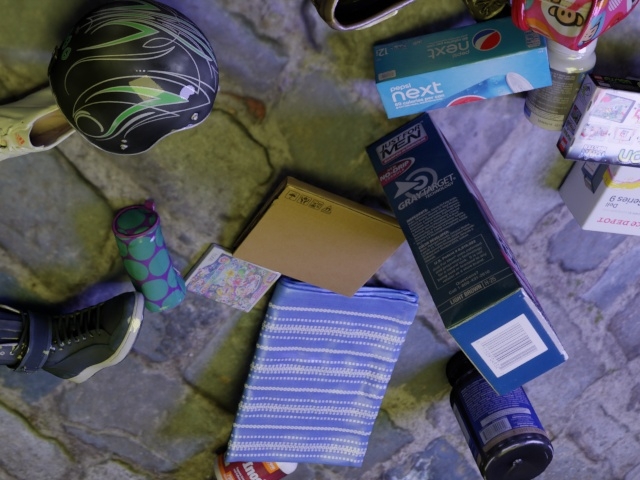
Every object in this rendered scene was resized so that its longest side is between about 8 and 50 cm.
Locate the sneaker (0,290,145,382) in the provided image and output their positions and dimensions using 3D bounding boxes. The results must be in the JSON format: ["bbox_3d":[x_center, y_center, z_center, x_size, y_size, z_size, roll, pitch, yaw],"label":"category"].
[{"bbox_3d":[-0.351,0.120,1.481,0.163,0.086,0.226,22,137,-33],"label":"sneaker"}]

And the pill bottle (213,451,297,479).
[{"bbox_3d":[-0.095,0.364,1.819,0.152,0.086,0.086,-32,133,10],"label":"pill bottle"}]

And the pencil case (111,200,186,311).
[{"bbox_3d":[-0.230,0.024,1.476,0.070,0.064,0.152,-46,143,-30],"label":"pencil case"}]

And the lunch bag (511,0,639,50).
[{"bbox_3d":[0.325,-0.384,1.215,0.258,0.120,0.293,-41,146,-36],"label":"lunch bag"}]

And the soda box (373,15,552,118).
[{"bbox_3d":[0.175,-0.216,1.353,0.210,0.067,0.071,-10,144,13],"label":"soda box"}]

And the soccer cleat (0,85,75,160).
[{"bbox_3d":[-0.362,-0.127,1.282,0.196,0.076,0.068,-25,134,4],"label":"soccer cleat"}]

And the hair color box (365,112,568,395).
[{"bbox_3d":[0.183,0.010,1.409,0.105,0.347,0.174,-31,134,10],"label":"hair color box"}]

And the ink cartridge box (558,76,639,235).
[{"bbox_3d":[0.466,-0.114,1.576,0.154,0.093,0.212,7,130,-25],"label":"ink cartridge box"}]

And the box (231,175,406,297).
[{"bbox_3d":[0.000,0.000,1.527,0.201,0.021,0.164,20,133,-24],"label":"box"}]

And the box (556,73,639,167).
[{"bbox_3d":[0.428,-0.151,1.442,0.206,0.036,0.114,6,127,-16],"label":"box"}]

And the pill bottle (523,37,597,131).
[{"bbox_3d":[0.317,-0.219,1.436,0.078,0.078,0.137,-7,133,-13],"label":"pill bottle"}]

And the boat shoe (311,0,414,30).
[{"bbox_3d":[0.134,-0.346,1.241,0.324,0.097,0.117,-28,133,7],"label":"boat shoe"}]

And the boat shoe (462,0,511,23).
[{"bbox_3d":[0.209,-0.294,1.348,0.056,0.049,0.152,-37,133,14],"label":"boat shoe"}]

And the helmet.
[{"bbox_3d":[-0.202,-0.190,1.223,0.161,0.169,0.169,-25,137,27],"label":"helmet"}]

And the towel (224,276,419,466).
[{"bbox_3d":[0.004,0.213,1.698,0.243,0.040,0.336,7,114,-24],"label":"towel"}]

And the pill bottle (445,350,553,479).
[{"bbox_3d":[0.283,0.281,1.784,0.122,0.219,0.123,-10,134,-10],"label":"pill bottle"}]

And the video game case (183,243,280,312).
[{"bbox_3d":[-0.129,0.056,1.577,0.122,0.011,0.087,23,120,-34],"label":"video game case"}]
